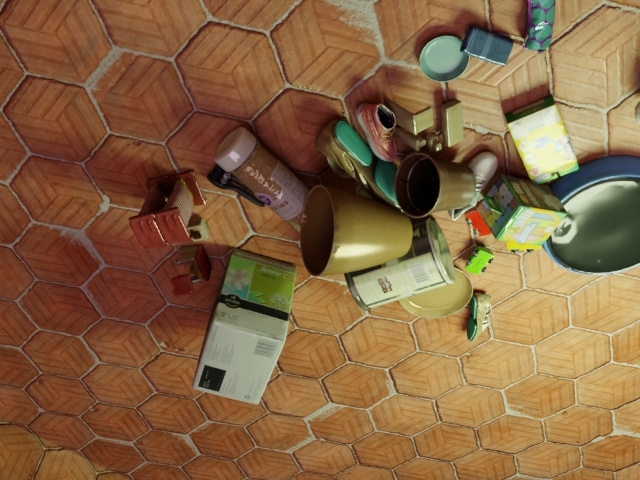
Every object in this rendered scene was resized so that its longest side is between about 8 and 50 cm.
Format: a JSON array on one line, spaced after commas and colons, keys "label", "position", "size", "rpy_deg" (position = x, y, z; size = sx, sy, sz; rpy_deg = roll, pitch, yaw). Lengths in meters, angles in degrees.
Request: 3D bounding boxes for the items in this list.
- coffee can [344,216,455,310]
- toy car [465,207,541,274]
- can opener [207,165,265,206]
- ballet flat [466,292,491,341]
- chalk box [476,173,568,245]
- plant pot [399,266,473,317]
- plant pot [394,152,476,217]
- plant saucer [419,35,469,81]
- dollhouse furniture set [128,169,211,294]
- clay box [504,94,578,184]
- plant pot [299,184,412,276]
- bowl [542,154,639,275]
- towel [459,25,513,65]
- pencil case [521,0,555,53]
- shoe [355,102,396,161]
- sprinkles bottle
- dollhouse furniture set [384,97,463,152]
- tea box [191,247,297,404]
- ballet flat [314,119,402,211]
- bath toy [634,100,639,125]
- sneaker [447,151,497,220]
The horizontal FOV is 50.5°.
[{"label": "coffee can", "position": [0.227, 0.070, 1.967], "size": [0.275, 0.201, 0.201], "rpy_deg": [-19, 127, 19]}, {"label": "toy car", "position": [0.496, 0.011, 1.990], "size": [0.239, 0.053, 0.225], "rpy_deg": [24, 133, -6]}, {"label": "can opener", "position": [-0.227, -0.153, 1.912], "size": [0.186, 0.073, 0.059], "rpy_deg": [24, 89, -20]}, {"label": "ballet flat", "position": [0.517, 0.250, 2.192], "size": [0.067, 0.073, 0.206], "rpy_deg": [-7, 134, -5]}, {"label": "chalk box", "position": [0.521, -0.082, 1.824], "size": [0.213, 0.132, 0.132], "rpy_deg": [7, 133, -25]}, {"label": "plant pot", "position": [0.359, 0.154, 2.142], "size": [0.236, 0.032, 0.236], "rpy_deg": [1, 131, 2]}, {"label": "plant pot", "position": [0.309, -0.146, 1.784], "size": [0.165, 0.167, 0.167], "rpy_deg": [-4, 140, -38]}, {"label": "plant saucer", "position": [0.299, -0.442, 1.639], "size": [0.119, 0.021, 0.119], "rpy_deg": [2, 130, 3]}, {"label": "dollhouse furniture set", "position": [-0.388, 0.007, 1.957], "size": [0.152, 0.201, 0.374], "rpy_deg": [-9, 129, 12]}, {"label": "clay box", "position": [0.577, -0.254, 1.761], "size": [0.127, 0.053, 0.222], "rpy_deg": [-21, 127, 20]}, {"label": "plant pot", "position": [0.103, -0.021, 1.791], "size": [0.254, 0.237, 0.237], "rpy_deg": [2, 134, -23]}, {"label": "bowl", "position": [0.805, -0.056, 1.901], "size": [0.391, 0.077, 0.391], "rpy_deg": [2, 131, 2]}, {"label": "towel", "position": [0.392, -0.459, 1.601], "size": [0.119, 0.029, 0.067], "rpy_deg": [14, 112, -18]}, {"label": "pencil case", "position": [0.494, -0.507, 1.541], "size": [0.070, 0.064, 0.151], "rpy_deg": [-19, 131, -12]}, {"label": "shoe", "position": [0.162, -0.275, 1.740], "size": [0.081, 0.063, 0.178], "rpy_deg": [11, 141, 54]}, {"label": "sprinkles bottle", "position": [-0.125, -0.153, 1.853], "size": [0.121, 0.121, 0.355], "rpy_deg": [-33, 122, 28]}, {"label": "dollhouse furniture set", "position": [0.268, -0.312, 1.750], "size": [0.151, 0.123, 0.144], "rpy_deg": [-28, 132, -18]}, {"label": "tea box", "position": [-0.231, 0.262, 2.084], "size": [0.220, 0.323, 0.329], "rpy_deg": [16, 131, -9]}, {"label": "ballet flat", "position": [0.113, -0.184, 1.828], "size": [0.342, 0.116, 0.124], "rpy_deg": [38, 143, -26]}, {"label": "bath toy", "position": [0.893, -0.248, 1.698], "size": [0.151, 0.129, 0.348], "rpy_deg": [-23, 127, 42]}, {"label": "sneaker", "position": [0.415, -0.140, 1.844], "size": [0.080, 0.094, 0.212], "rpy_deg": [21, 129, -12]}]
